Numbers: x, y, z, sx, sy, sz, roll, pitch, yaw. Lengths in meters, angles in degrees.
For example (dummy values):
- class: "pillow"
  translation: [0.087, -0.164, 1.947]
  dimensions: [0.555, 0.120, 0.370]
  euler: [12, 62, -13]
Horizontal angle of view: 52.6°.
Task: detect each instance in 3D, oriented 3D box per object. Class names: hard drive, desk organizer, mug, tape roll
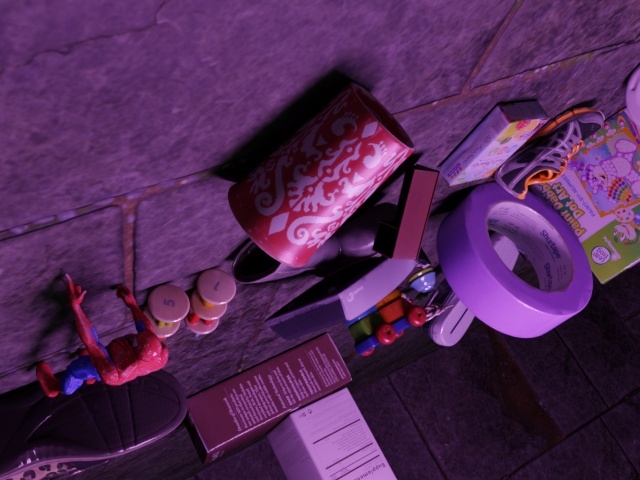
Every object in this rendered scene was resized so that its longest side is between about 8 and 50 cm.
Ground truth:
- class: "hard drive"
  translation: [0.045, 0.075, 1.022]
  dimensions: [0.172, 0.054, 0.254]
  euler: [-24, -176, 36]
- class: "desk organizer"
  translation: [0.117, -0.040, 0.893]
  dimensions: [0.050, 0.047, 0.130]
  euler: [1, 107, -40]
- class: "mug"
  translation: [0.000, -0.080, 0.671]
  dimensions: [0.113, 0.150, 0.169]
  euler: [35, 115, -29]
- class: "tape roll"
  translation: [0.345, 0.030, 1.151]
  dimensions: [0.274, 0.275, 0.090]
  euler: [-15, 157, -37]

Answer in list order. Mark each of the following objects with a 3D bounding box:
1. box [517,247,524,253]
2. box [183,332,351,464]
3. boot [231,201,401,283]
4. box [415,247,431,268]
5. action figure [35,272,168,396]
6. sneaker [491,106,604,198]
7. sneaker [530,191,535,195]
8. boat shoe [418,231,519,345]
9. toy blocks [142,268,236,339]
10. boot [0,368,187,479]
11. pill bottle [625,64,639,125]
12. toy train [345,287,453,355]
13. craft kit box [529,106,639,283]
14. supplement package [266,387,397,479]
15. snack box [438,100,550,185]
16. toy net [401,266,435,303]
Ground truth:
- class: "box"
  translation: [0.548, -0.021, 1.579]
  dimensions: [0.159, 0.044, 0.233]
  euler: [-61, 157, 4]
- class: "box"
  translation: [-0.131, 0.380, 1.559]
  dimensions: [0.381, 0.143, 0.191]
  euler: [-21, 160, -21]
- class: "boot"
  translation: [0.002, 0.001, 0.903]
  dimensions: [0.189, 0.076, 0.208]
  euler: [-39, 154, 22]
- class: "box"
  translation: [0.166, 0.018, 1.177]
  dimensions: [0.018, 0.067, 0.083]
  euler: [-36, 160, 20]
- class: "action figure"
  translation: [-0.265, 0.108, 0.761]
  dimensions: [0.091, 0.139, 0.280]
  euler: [-17, 180, -42]
- class: "sneaker"
  translation: [0.377, -0.142, 1.061]
  dimensions: [0.215, 0.083, 0.084]
  euler: [-30, 160, -3]
- class: "sneaker"
  translation: [0.413, -0.067, 1.347]
  dimensions: [0.190, 0.071, 0.083]
  euler: [-20, 154, -51]
- class: "boat shoe"
  translation: [0.343, 0.090, 1.538]
  dimensions: [0.335, 0.119, 0.121]
  euler: [-49, 129, -12]
- class: "toy blocks"
  translation: [-0.190, 0.106, 0.893]
  dimensions: [0.123, 0.054, 0.148]
  euler: [-19, 159, -32]
- class: "boot"
  translation: [-0.408, 0.321, 0.986]
  dimensions: [0.377, 0.138, 0.284]
  euler: [-14, 155, -29]
- class: "pill bottle"
  translation: [0.617, -0.255, 1.063]
  dimensions: [0.221, 0.124, 0.124]
  euler: [-19, 159, -30]
- class: "toy train"
  translation: [0.150, 0.120, 1.319]
  dimensions: [0.248, 0.143, 0.105]
  euler: [-23, 169, -34]
- class: "craft kit box"
  translation: [0.556, -0.089, 1.205]
  dimensions: [0.246, 0.250, 0.061]
  euler: [-39, 160, 21]
- class: "supplement package"
  translation: [0.033, 0.535, 1.532]
  dimensions: [0.175, 0.293, 0.177]
  euler: [-16, 158, -35]
- class: "snack box"
  translation: [0.252, -0.141, 0.944]
  dimensions: [0.100, 0.037, 0.141]
  euler: [-13, 155, -39]
- class: "toy net"
  translation: [0.171, 0.140, 1.541]
  dimensions: [0.232, 0.045, 0.122]
  euler: [-22, 162, -19]
